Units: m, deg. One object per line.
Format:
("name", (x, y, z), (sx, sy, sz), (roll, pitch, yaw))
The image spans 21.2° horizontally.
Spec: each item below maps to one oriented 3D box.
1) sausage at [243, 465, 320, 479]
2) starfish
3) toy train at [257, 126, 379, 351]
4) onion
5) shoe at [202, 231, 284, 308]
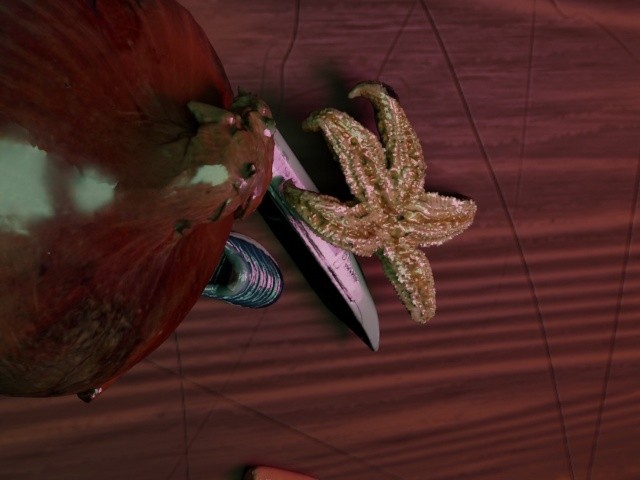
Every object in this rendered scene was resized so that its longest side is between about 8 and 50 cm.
("sausage", (-0.034, 0.234, 1.620), (0.083, 0.034, 0.034), (17, 99, -31))
("starfish", (0.067, -0.028, 1.532), (0.216, 0.071, 0.238), (-27, 116, -33))
("toy train", (0.000, 0.001, 1.550), (0.048, 0.055, 0.252), (-44, 121, -18))
("onion", (-0.211, -0.047, 1.304), (0.354, 0.354, 0.353), (-8, 110, -24))
("shoe", (-0.087, 0.024, 1.503), (0.143, 0.071, 0.064), (24, 96, -35))
